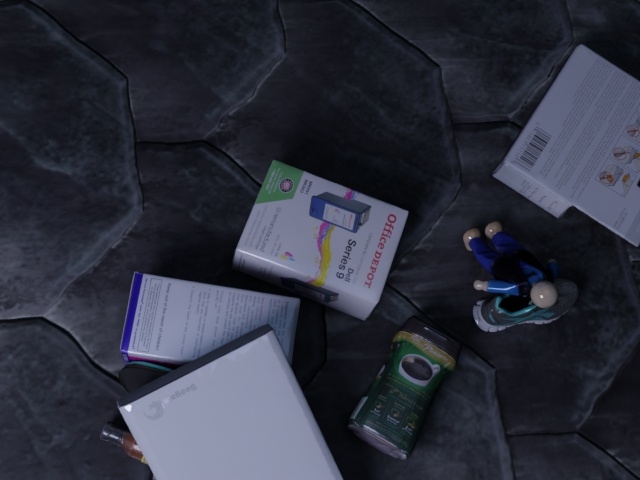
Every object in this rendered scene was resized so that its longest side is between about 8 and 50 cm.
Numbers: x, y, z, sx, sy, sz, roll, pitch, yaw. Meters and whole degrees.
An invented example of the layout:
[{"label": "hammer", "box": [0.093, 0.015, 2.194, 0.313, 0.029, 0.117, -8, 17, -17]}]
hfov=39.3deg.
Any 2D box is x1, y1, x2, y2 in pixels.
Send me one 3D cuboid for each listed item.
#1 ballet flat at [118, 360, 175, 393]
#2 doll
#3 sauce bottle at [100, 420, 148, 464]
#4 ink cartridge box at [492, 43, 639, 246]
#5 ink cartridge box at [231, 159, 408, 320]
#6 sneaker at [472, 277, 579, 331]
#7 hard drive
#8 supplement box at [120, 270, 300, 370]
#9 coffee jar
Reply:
[{"label": "ballet flat", "box": [-0.133, 0.239, 1.151, 0.280, 0.095, 0.096, 19, 53, -7]}, {"label": "doll", "box": [0.274, 0.041, 1.277, 0.129, 0.046, 0.189, -18, 34, -15]}, {"label": "sauce bottle", "box": [-0.223, 0.270, 1.172, 0.128, 0.042, 0.042, 24, 68, 1]}, {"label": "ink cartridge box", "box": [0.443, -0.147, 1.422, 0.239, 0.060, 0.275, 34, 68, 4]}, {"label": "ink cartridge box", "box": [0.000, 0.000, 1.281, 0.212, 0.093, 0.154, 22, 67, -2]}, {"label": "sneaker", "box": [0.308, 0.090, 1.303, 0.167, 0.076, 0.065, -16, 74, -14]}, {"label": "hard drive", "box": [-0.089, 0.283, 1.104, 0.203, 0.040, 0.307, -26, 105, -10]}, {"label": "supplement box", "box": [-0.146, 0.125, 1.201, 0.220, 0.111, 0.113, 8, 69, -5]}, {"label": "coffee jar", "box": [0.119, 0.199, 1.231, 0.096, 0.079, 0.184, 30, 69, 6]}]
